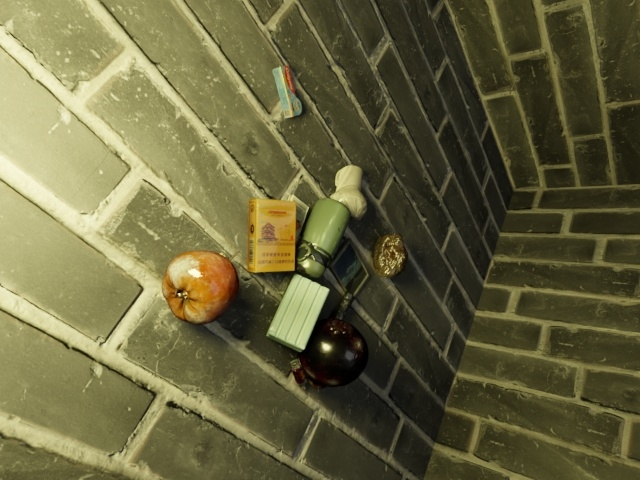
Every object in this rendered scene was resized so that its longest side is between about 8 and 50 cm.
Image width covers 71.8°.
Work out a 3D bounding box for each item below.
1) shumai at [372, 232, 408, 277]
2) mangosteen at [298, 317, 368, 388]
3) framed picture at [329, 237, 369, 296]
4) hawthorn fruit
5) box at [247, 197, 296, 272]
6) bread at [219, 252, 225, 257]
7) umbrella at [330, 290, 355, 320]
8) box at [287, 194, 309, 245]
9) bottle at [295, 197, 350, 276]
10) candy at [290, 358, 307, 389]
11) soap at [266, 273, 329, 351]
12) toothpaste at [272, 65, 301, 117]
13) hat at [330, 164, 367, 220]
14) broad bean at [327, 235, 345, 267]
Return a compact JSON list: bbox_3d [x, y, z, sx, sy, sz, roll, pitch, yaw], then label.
[{"bbox_3d":[0.360,0.082,2.292,0.185,0.184,0.218,31,50,-82],"label":"shumai"},{"bbox_3d":[0.039,0.479,1.840,0.297,0.297,0.313,22,113,-47],"label":"mangosteen"},{"bbox_3d":[0.138,0.143,2.119,0.189,0.023,0.260,-51,128,-31],"label":"framed picture"},{"bbox_3d":[-0.364,0.151,1.393,0.263,0.231,0.235,21,101,-45],"label":"hawthorn fruit"},{"bbox_3d":[-0.183,-0.018,1.682,0.174,0.076,0.274,0,92,-38],"label":"box"},{"bbox_3d":[-0.345,0.125,1.563,0.068,0.028,0.153,-38,120,-41],"label":"bread"},{"bbox_3d":[0.087,0.340,2.039,0.066,0.059,0.235,47,61,-23],"label":"umbrella"},{"bbox_3d":[-0.116,-0.076,1.814,0.109,0.029,0.198,36,65,-43],"label":"box"},{"bbox_3d":[-0.001,0.000,1.839,0.168,0.168,0.347,45,58,-40],"label":"bottle"},{"bbox_3d":[-0.092,0.562,1.861,0.045,0.043,0.175,-42,125,-41],"label":"candy"},{"bbox_3d":[-0.089,0.288,1.764,0.160,0.087,0.265,25,66,-1],"label":"soap"},{"bbox_3d":[-0.129,-0.594,1.764,0.070,0.044,0.193,-32,115,-45],"label":"toothpaste"},{"bbox_3d":[0.170,-0.222,2.053,0.219,0.164,0.226,24,95,-48],"label":"hat"},{"bbox_3d":[0.062,0.035,2.008,0.061,0.046,0.195,55,52,-31],"label":"broad bean"}]
